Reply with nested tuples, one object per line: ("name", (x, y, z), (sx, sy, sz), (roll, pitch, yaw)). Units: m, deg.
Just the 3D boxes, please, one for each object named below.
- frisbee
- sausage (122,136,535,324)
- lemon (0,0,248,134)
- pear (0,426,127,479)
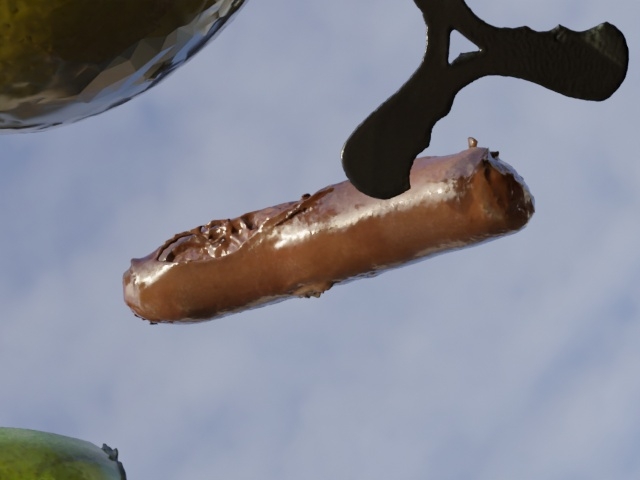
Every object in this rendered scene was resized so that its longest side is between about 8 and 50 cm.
("frisbee", (0.091, -0.144, 1.198), (0.211, 0.012, 0.187), (-20, -85, -7))
("sausage", (0.002, 0.000, 1.310), (0.087, 0.327, 0.079), (-7, -99, -63))
("lemon", (-0.146, -0.197, 0.863), (0.297, 0.297, 0.297), (-19, -55, -29))
("pear", (-0.320, 0.270, 1.601), (0.255, 0.164, 0.238), (24, -76, -27))
